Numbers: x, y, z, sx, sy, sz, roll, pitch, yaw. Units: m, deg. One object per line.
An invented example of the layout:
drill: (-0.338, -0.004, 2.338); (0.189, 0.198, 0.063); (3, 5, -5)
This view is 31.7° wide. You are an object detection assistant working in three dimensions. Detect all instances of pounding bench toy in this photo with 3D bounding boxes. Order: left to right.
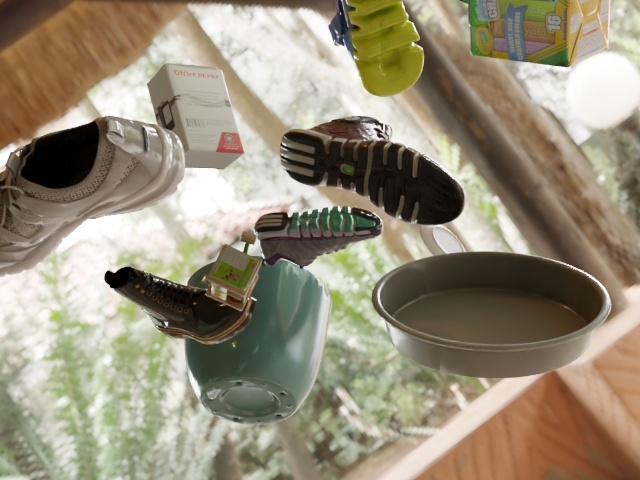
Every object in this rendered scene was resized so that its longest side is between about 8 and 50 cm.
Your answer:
pounding bench toy: (-0.104, 0.036, 1.422); (0.065, 0.052, 0.083); (107, -173, -66)

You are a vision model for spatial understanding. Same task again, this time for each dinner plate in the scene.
dinner plate: (0.281, 0.009, 2.516); (0.017, 0.141, 0.141); (-45, -7, 32)

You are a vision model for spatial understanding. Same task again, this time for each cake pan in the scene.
cake pan: (0.210, 0.090, 1.406); (0.293, 0.054, 0.293); (-2, 21, 1)

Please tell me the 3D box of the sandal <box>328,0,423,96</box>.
sandal: (0.056, -0.357, 1.524); (0.126, 0.317, 0.138); (-16, 33, -20)

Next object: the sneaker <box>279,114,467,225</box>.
sneaker: (0.097, -0.120, 1.591); (0.162, 0.281, 0.106); (-39, -35, -52)

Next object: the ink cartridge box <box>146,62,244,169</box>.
ink cartridge box: (-0.193, -0.191, 1.744); (0.109, 0.150, 0.063); (-1, -23, -41)

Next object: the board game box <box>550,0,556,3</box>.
board game box: (0.211, -0.481, 1.331); (0.254, 0.336, 0.079); (-56, 5, 31)

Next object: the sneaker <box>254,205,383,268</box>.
sneaker: (0.000, 0.000, 1.954); (0.224, 0.098, 0.083); (-1, 32, 9)

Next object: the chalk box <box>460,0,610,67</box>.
chalk box: (0.299, -0.339, 1.650); (0.213, 0.132, 0.132); (16, 31, 38)

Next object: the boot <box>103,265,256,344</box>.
boot: (-0.199, 0.081, 1.563); (0.198, 0.137, 0.077); (-12, 49, 40)

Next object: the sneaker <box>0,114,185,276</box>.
sneaker: (-0.272, -0.054, 1.063); (0.281, 0.105, 0.115); (-25, -28, 19)

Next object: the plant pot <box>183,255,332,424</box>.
plant pot: (-0.126, 0.209, 2.153); (0.293, 0.293, 0.235); (-40, 37, 42)
